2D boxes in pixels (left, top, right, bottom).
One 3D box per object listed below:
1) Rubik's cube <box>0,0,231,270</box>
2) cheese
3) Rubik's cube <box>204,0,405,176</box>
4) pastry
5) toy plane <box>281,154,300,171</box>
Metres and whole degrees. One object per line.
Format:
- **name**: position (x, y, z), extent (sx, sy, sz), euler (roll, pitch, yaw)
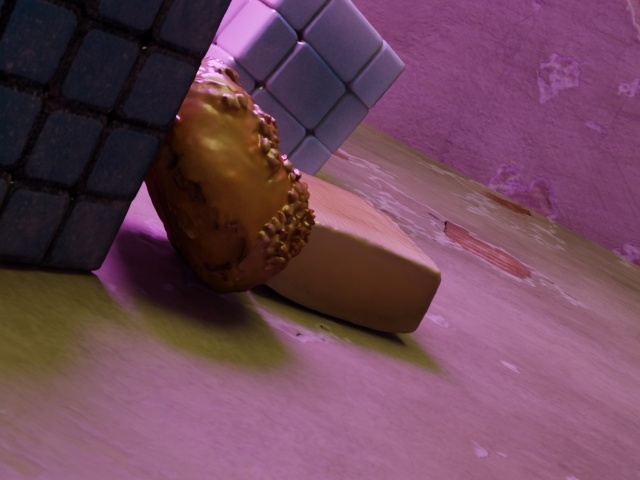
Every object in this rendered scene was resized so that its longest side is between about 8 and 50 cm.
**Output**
- **Rubik's cube**: position (-0.350, -0.200, 1.081), extent (0.343, 0.344, 0.337), euler (33, 13, 32)
- **cheese**: position (0.000, 0.000, 1.508), extent (0.242, 0.124, 0.265), euler (17, 16, -26)
- **Rubik's cube**: position (-0.106, -0.330, 2.030), extent (0.322, 0.316, 0.319), euler (39, 1, -45)
- **pastry**: position (-0.111, -0.078, 1.277), extent (0.161, 0.255, 0.311), euler (-21, 23, -12)
- **toy plane**: position (-0.126, -0.113, 1.860), extent (0.194, 0.126, 0.077), euler (-7, -20, -4)
